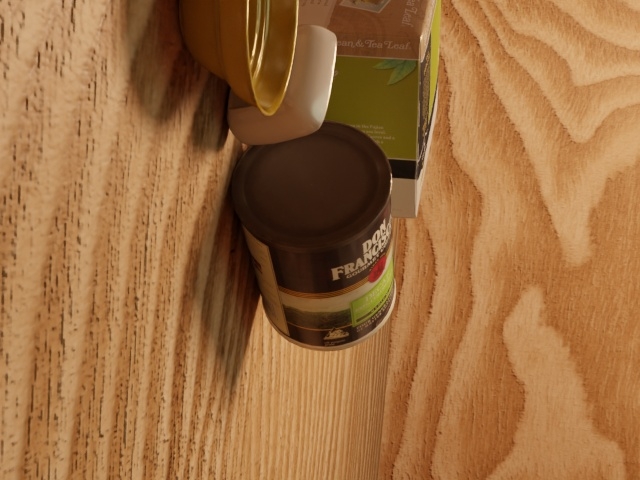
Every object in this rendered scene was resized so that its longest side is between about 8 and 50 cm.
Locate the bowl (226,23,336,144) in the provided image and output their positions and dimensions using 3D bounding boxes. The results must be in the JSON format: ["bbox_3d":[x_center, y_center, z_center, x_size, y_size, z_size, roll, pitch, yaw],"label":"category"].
[{"bbox_3d":[-0.055,-0.190,1.118,0.053,0.142,0.141,27,66,-45],"label":"bowl"}]

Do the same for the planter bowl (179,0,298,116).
[{"bbox_3d":[-0.089,-0.240,0.974,0.217,0.090,0.217,6,90,-80],"label":"planter bowl"}]

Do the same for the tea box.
[{"bbox_3d":[0.068,-0.262,1.475,0.329,0.220,0.323,-73,166,-49],"label":"tea box"}]

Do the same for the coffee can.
[{"bbox_3d":[0.000,0.000,1.286,0.275,0.202,0.201,81,18,-56],"label":"coffee can"}]
